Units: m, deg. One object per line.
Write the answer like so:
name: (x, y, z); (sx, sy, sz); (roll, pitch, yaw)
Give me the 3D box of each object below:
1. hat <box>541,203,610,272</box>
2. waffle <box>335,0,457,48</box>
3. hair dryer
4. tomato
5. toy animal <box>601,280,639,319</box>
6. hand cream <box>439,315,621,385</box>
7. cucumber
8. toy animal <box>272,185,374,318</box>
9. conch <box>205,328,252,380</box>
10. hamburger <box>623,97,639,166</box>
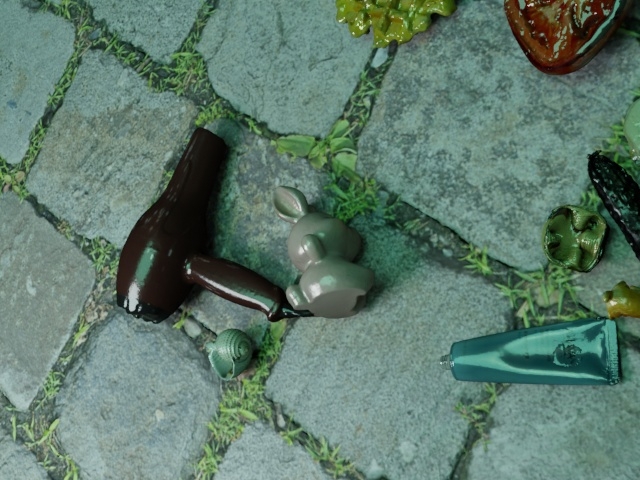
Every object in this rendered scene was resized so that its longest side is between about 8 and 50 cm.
hat: (0.308, -0.006, 1.179); (0.076, 0.059, 0.077); (16, 100, 1)
waffle: (0.130, -0.417, 1.391); (0.280, 0.060, 0.262); (-25, 70, 28)
hair dryer: (-0.130, 0.013, 1.458); (0.340, 0.123, 0.313); (21, 80, 24)
tomato: (0.330, -0.297, 1.214); (0.174, 0.082, 0.166); (-37, 57, 26)
toy animal: (0.376, 0.075, 1.109); (0.083, 0.081, 0.061); (18, 87, 55)
hand cream: (0.255, 0.145, 1.193); (0.224, 0.048, 0.083); (-9, 72, 27)
cucumber: (0.371, -0.034, 1.149); (0.053, 0.053, 0.182); (-37, 61, 22)
toy animal: (0.002, 0.000, 1.351); (0.124, 0.124, 0.213); (-31, 58, 24)
conch: (-0.131, 0.168, 1.432); (0.085, 0.056, 0.076); (-1, 96, 63)
hamburger: (0.419, -0.148, 1.144); (0.121, 0.054, 0.084); (-18, 66, 26)
